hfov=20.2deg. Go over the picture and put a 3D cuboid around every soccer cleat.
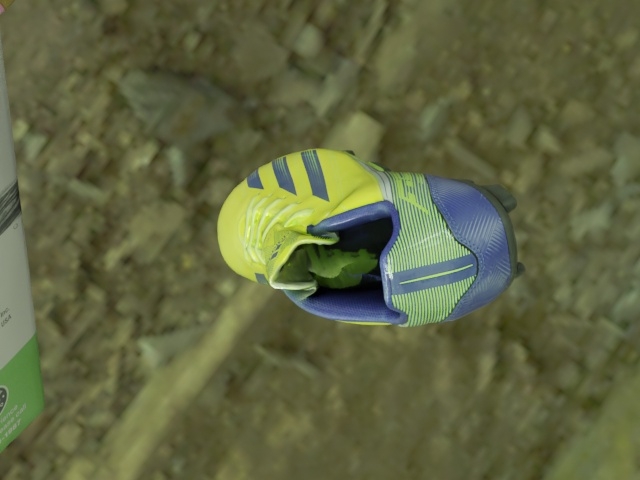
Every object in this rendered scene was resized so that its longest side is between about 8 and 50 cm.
[{"bbox_3d":[0.000,-0.001,1.095,0.121,0.289,0.093,-17,103,-32],"label":"soccer cleat"}]

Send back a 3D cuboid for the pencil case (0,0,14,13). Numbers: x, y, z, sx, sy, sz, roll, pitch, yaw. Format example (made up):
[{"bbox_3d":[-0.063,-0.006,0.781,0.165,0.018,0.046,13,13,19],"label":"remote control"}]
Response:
[{"bbox_3d":[-0.309,-0.237,1.318,0.167,0.160,0.386,-63,-177,2],"label":"pencil case"}]

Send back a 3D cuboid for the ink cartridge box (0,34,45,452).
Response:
[{"bbox_3d":[-0.240,0.026,0.828,0.198,0.115,0.272,-45,151,-38],"label":"ink cartridge box"}]
